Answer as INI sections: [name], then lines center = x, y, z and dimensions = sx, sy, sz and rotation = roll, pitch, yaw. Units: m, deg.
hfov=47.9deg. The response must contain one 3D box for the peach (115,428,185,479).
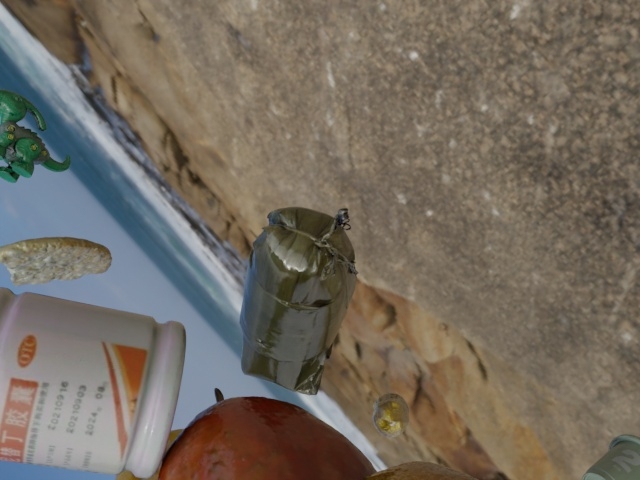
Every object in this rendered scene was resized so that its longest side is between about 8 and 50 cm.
[peach]
center = -0.227, 0.359, 1.085
dimensions = 0.103, 0.179, 0.179
rotation = 57, 166, -24

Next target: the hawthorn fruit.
[hawthorn fruit]
center = -0.075, 0.316, 0.920
dimensions = 0.330, 0.287, 0.287
rotation = 53, 174, 40

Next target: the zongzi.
[zongzi]
center = 0.000, 0.000, 1.224
dimensions = 0.181, 0.418, 0.447
rotation = 22, 137, 9

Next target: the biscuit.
[biscuit]
center = -0.506, 0.039, 1.358
dimensions = 0.265, 0.188, 0.040
rotation = 22, -132, -65

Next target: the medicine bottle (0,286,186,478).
[medicine bottle]
center = -0.340, 0.169, 0.879
dimensions = 0.316, 0.202, 0.202
rotation = 13, 176, -14

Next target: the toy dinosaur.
[toy dinosaur]
center = -0.369, -0.125, 0.897
dimensions = 0.059, 0.096, 0.132
rotation = -7, 145, 40

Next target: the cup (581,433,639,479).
[cup]
center = 0.563, 0.441, 1.351
dimensions = 0.120, 0.141, 0.120
rotation = 41, 141, 45

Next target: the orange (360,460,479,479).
[orange]
center = 0.095, 0.329, 0.652
dimensions = 0.264, 0.264, 0.264
rotation = 45, 168, 12

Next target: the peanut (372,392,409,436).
[peanut]
center = 0.164, 0.402, 1.667
dimensions = 0.087, 0.087, 0.207
rotation = 47, 180, 6
